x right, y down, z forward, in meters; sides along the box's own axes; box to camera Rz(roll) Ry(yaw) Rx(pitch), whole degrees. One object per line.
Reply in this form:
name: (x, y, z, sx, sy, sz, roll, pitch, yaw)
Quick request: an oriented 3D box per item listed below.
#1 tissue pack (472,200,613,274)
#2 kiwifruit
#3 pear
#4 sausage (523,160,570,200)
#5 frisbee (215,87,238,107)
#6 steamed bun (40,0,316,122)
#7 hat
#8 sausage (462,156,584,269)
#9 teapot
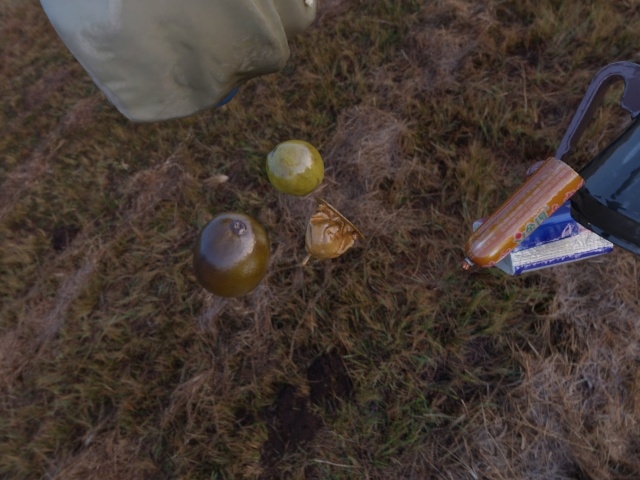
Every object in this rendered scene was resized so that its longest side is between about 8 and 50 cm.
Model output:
tissue pack: (0.565, -0.018, 1.177, 0.269, 0.138, 0.209, -12, 16, -3)
kiwifruit: (-0.223, 0.033, 1.148, 0.195, 0.234, 0.196, 10, 47, -11)
pear: (-0.097, -0.261, 1.632, 0.208, 0.209, 0.209, -16, 50, 19)
sausage: (0.523, -0.136, 1.029, 0.076, 0.141, 0.076, -165, 90, -72)
frisbee: (-0.318, -0.412, 1.030, 0.289, 0.290, 0.049, 3, 52, 31)
steamed bun: (-0.136, -0.329, 0.493, 0.254, 0.342, 0.368, -13, 41, 34)
hat: (0.000, 0.000, 1.731, 0.233, 0.244, 0.233, 36, 85, 38)
sausage: (0.331, -0.034, 0.779, 0.234, 0.071, 0.071, -49, 44, 18)
teapot: (0.645, -0.165, 0.844, 0.376, 0.305, 0.362, 43, 118, 42)
